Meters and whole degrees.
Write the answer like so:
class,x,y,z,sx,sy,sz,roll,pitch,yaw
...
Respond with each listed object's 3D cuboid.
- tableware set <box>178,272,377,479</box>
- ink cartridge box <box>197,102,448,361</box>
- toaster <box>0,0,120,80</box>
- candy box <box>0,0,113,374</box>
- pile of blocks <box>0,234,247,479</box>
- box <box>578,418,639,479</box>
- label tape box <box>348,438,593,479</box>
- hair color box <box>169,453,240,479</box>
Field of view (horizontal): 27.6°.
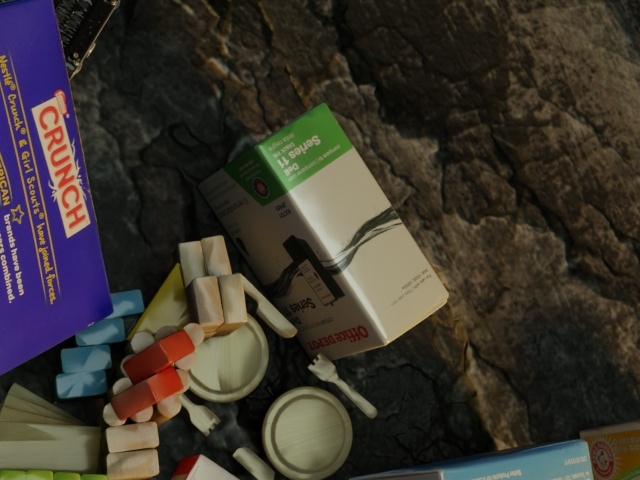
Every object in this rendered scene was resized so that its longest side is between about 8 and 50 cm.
class,x,y,z,sx,sy,sz,roll,pitch,yaw
tableware set,-0.055,0.140,1.182,0.194,0.039,0.128,45,70,-8
ink cartridge box,0.000,0.000,1.178,0.087,0.153,0.208,-36,94,-28
toaster,-0.263,-0.233,1.124,0.186,0.110,0.168,32,65,-17
candy box,-0.312,-0.015,0.933,0.317,0.122,0.268,-29,115,-51
pile of blocks,-0.178,0.135,1.059,0.149,0.112,0.362,29,71,-7
box,0.350,0.278,1.311,0.103,0.114,0.203,-4,80,-26
label tape box,0.163,0.364,1.155,0.249,0.115,0.347,2,78,-50
hair color box,-0.069,0.271,1.137,0.167,0.053,0.093,37,63,-13
